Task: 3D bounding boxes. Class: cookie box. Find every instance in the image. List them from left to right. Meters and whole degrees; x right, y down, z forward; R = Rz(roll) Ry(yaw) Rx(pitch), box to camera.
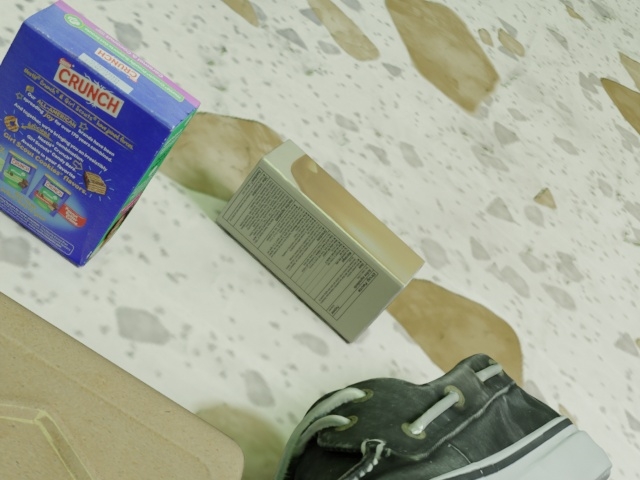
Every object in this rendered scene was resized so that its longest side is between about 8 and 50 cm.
[{"bbox_3d":[-0.129,-0.054,0.620,0.092,0.107,0.040,37,33,-5],"label":"cookie box"}]

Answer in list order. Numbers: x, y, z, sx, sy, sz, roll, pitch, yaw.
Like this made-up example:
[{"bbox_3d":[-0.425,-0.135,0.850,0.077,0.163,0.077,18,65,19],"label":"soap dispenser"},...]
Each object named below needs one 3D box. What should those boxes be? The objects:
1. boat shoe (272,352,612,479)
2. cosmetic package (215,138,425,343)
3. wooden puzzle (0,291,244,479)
[{"bbox_3d":[0.029,0.129,0.571,0.119,0.121,0.335,43,20,21],"label":"boat shoe"},{"bbox_3d":[0.000,0.000,0.726,0.115,0.060,0.041,43,33,3],"label":"cosmetic package"},{"bbox_3d":[-0.207,0.103,0.396,0.322,0.080,0.348,34,29,-9],"label":"wooden puzzle"}]
